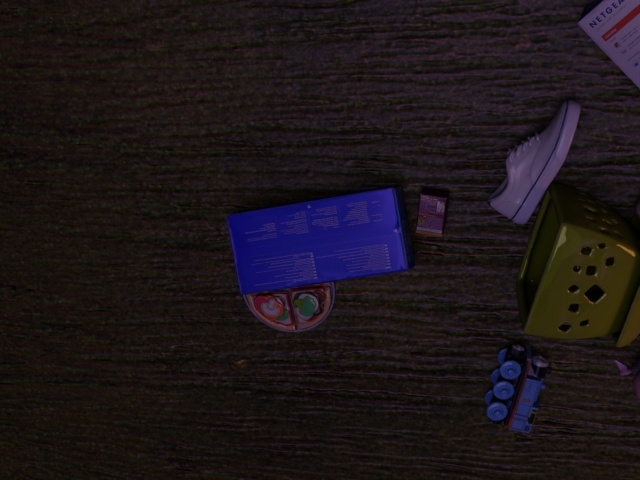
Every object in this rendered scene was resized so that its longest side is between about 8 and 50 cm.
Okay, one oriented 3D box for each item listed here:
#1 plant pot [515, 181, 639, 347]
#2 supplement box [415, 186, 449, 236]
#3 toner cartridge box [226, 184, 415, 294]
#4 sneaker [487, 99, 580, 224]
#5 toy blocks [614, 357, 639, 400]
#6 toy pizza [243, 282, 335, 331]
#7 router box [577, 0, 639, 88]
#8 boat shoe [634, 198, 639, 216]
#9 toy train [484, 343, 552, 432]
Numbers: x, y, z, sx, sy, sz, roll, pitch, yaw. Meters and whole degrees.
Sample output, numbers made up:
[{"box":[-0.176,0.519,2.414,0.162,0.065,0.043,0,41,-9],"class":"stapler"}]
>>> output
[{"box":[0.489,0.050,1.897,0.207,0.227,0.228,14,114,1],"class":"plant pot"},{"box":[0.215,-0.055,2.017,0.055,0.043,0.083,10,114,11],"class":"supplement box"},{"box":[0.000,0.000,2.058,0.348,0.075,0.165,-8,95,17],"class":"toner cartridge box"},{"box":[0.386,-0.147,1.908,0.091,0.094,0.258,24,116,-1],"class":"sneaker"},{"box":[0.727,0.311,1.967,0.288,0.309,0.260,58,146,1],"class":"toy blocks"},{"box":[-0.070,0.102,2.160,0.201,0.032,0.201,5,112,12],"class":"toy pizza"},{"box":[0.653,-0.371,1.721,0.301,0.082,0.335,45,126,-6],"class":"router box"},{"box":[0.674,-0.044,1.812,0.285,0.103,0.092,30,117,50],"class":"boat shoe"},{"box":[0.395,0.294,2.096,0.105,0.080,0.184,13,112,-1],"class":"toy train"}]
